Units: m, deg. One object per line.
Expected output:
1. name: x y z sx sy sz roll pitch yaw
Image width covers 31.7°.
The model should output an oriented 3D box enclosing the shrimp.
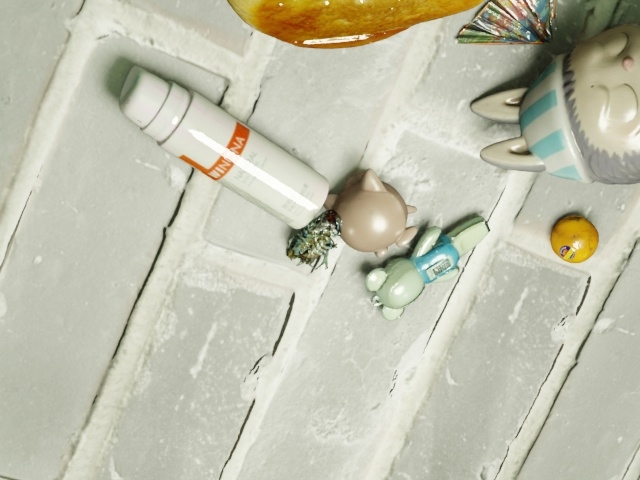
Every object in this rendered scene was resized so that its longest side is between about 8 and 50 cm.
1. shrimp: 0.002 -0.004 1.784 0.082 0.174 0.076 33 60 -6

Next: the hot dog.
1. hot dog: 0.047 -0.392 1.608 0.405 0.223 0.185 -5 79 -12

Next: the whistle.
1. whistle: 0.179 0.035 1.873 0.235 0.077 0.114 -36 123 -7

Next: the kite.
1. kite: 0.317 -0.387 1.793 0.183 0.014 0.241 37 96 -20

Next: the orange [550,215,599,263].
1. orange: 0.435 -0.001 1.922 0.083 0.083 0.084 -5 110 -13

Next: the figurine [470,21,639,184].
1. figurine: 0.434 -0.234 1.789 0.377 0.361 0.266 9 106 17

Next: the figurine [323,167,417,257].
1. figurine: 0.080 -0.042 1.797 0.125 0.125 0.138 -39 100 1

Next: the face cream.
1. face cream: -0.149 -0.141 1.705 0.345 0.102 0.102 31 99 -23
